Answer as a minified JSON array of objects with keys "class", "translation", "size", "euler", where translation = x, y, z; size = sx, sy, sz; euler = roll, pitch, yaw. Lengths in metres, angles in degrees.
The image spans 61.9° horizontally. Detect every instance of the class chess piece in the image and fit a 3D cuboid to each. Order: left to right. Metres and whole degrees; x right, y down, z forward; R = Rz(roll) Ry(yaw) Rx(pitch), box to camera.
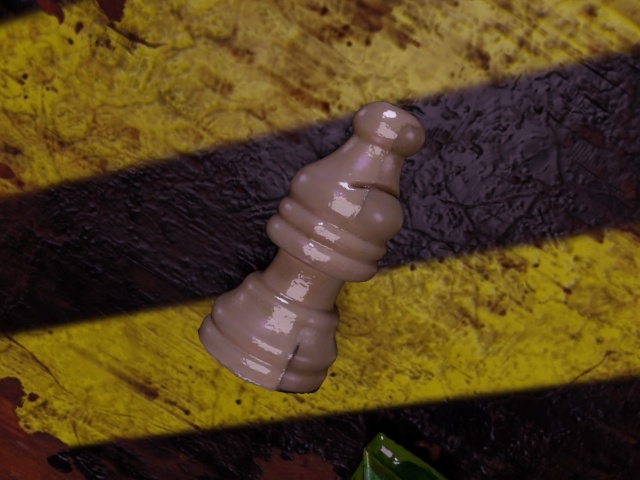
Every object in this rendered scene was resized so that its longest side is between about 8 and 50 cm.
[{"class":"chess piece","translation":[0.000,0.000,0.552],"size":[0.139,0.124,0.307],"euler":[37,108,30]}]

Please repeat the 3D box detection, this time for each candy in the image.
[{"class":"candy","translation":[0.055,0.352,0.676],"size":[0.149,0.069,0.246],"euler":[37,104,-10]}]
